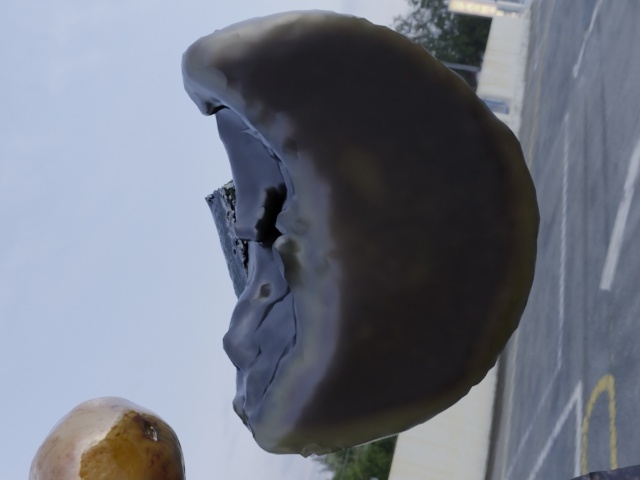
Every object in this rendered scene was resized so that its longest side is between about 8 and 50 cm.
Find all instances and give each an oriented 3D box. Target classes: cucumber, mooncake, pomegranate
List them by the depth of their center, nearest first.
[{"bbox_3d":[0.000,0.000,0.658,0.394,0.393,0.246,-55,4,8],"label":"mooncake"},{"bbox_3d":[-0.092,0.027,0.837,0.067,0.067,0.245,67,-175,-72],"label":"cucumber"},{"bbox_3d":[-0.309,0.354,0.954,0.248,0.248,0.248,13,-90,-79],"label":"pomegranate"}]

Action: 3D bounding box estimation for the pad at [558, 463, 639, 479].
[{"bbox_3d":[0.156,0.212,0.278,0.004,0.330,0.220,27,-134,-49],"label":"pad"}]
